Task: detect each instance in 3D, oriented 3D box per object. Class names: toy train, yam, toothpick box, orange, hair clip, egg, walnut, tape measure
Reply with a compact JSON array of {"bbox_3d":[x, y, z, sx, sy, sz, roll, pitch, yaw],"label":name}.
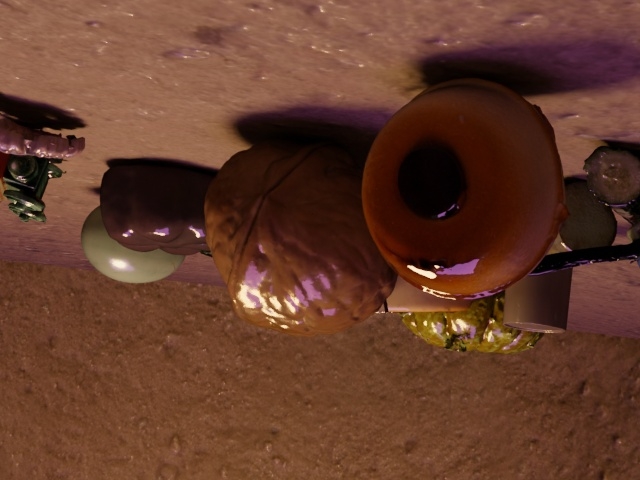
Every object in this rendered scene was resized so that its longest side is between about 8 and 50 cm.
[{"bbox_3d":[-0.512,-0.110,1.668,0.177,0.116,0.285,21,171,-12],"label":"toy train"},{"bbox_3d":[0.332,-0.021,1.494,0.107,0.107,0.194,11,171,-18],"label":"yam"},{"bbox_3d":[0.368,0.058,1.738,0.111,0.180,0.111,7,170,1],"label":"toothpick box"},{"bbox_3d":[0.306,0.105,1.979,0.301,0.223,0.300,8,-177,-25],"label":"orange"},{"bbox_3d":[-0.440,-0.156,1.403,0.173,0.069,0.300,12,173,15],"label":"hair clip"},{"bbox_3d":[-0.365,0.001,2.044,0.168,0.168,0.231,0,171,42],"label":"egg"},{"bbox_3d":[-0.025,-0.005,1.407,0.252,0.277,0.313,-26,156,2],"label":"walnut"},{"bbox_3d":[0.426,0.012,1.264,0.351,0.098,0.215,-22,160,23],"label":"tape measure"}]

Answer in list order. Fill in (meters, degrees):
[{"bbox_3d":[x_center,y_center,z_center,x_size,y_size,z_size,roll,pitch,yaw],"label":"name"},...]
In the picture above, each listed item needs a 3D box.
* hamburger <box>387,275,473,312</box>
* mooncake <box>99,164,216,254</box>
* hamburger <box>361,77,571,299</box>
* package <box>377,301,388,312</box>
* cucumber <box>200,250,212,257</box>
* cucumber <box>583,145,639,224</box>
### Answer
[{"bbox_3d":[0.134,0.031,1.758,0.300,0.176,0.300,3,180,0],"label":"hamburger"},{"bbox_3d":[-0.254,-0.052,1.756,0.245,0.133,0.245,0,170,0],"label":"mooncake"},{"bbox_3d":[0.145,-0.050,1.060,0.237,0.236,0.147,2,-178,34],"label":"hamburger"},{"bbox_3d":[0.000,0.000,1.643,0.204,0.251,0.062,-1,-155,38],"label":"package"},{"bbox_3d":[-0.193,0.012,2.319,0.067,0.067,0.293,15,170,-42],"label":"cucumber"},{"bbox_3d":[0.405,-0.057,1.310,0.077,0.077,0.265,3,172,31],"label":"cucumber"}]
